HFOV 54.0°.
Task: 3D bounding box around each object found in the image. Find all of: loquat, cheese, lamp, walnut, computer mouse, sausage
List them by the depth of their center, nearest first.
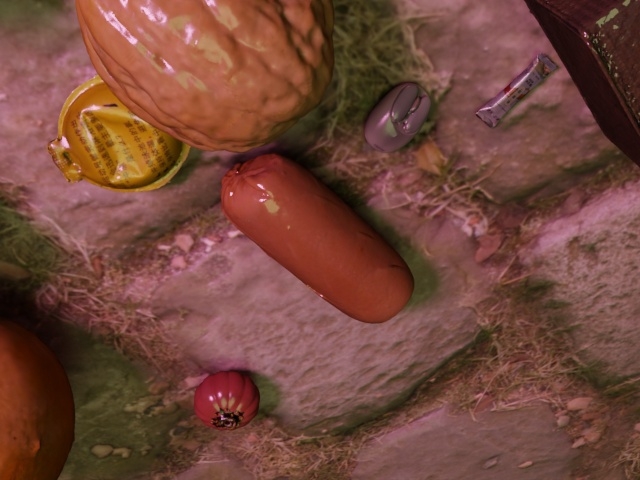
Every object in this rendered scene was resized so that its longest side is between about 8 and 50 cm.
[{"bbox_3d":[-0.111,-0.210,0.607,0.257,0.224,0.257,0,126,0],"label":"walnut"},{"bbox_3d":[-0.194,-0.139,0.743,0.250,0.064,0.156,-24,126,-4],"label":"cheese"},{"bbox_3d":[0.099,-0.152,0.795,0.066,0.039,0.096,33,114,-28],"label":"computer mouse"},{"bbox_3d":[-0.485,0.250,0.819,0.328,0.328,0.328,-4,126,-6],"label":"loquat"},{"bbox_3d":[-0.001,-0.001,0.837,0.121,0.121,0.304,-39,123,18],"label":"sausage"},{"bbox_3d":[-0.151,0.259,1.016,0.107,0.092,0.107,-6,127,-7],"label":"lamp"}]

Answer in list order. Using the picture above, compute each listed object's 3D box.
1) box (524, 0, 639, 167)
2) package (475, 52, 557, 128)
[{"bbox_3d":[0.372,-0.208,0.710,0.143,0.184,0.273,-38,122,18],"label":"box"},{"bbox_3d":[0.250,-0.192,0.806,0.037,0.015,0.110,30,117,-32],"label":"package"}]
